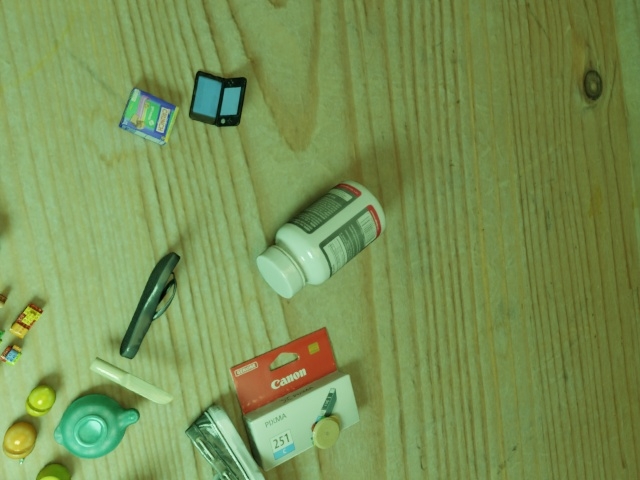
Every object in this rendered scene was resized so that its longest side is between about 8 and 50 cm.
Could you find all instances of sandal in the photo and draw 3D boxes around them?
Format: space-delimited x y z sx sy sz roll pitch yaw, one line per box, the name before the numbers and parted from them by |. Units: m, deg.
sandal | -0.373 0.145 1.310 0.054 0.097 0.255 25 88 -26

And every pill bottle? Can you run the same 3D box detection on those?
pill bottle | 0.000 0.000 1.471 0.318 0.176 0.176 -38 107 -25

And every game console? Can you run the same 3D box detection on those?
game console | -0.244 -0.341 1.398 0.071 0.107 0.122 16 81 -57

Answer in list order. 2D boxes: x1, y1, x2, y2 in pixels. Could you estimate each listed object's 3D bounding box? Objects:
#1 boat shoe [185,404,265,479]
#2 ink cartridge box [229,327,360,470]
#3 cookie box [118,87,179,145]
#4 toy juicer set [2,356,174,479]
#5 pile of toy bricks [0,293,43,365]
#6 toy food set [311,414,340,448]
boat shoe | -0.211 0.558 1.394 0.119 0.121 0.335 -31 93 -18
ink cartridge box | -0.060 0.399 1.498 0.296 0.066 0.261 -19 100 -29
cookie box | -0.389 -0.281 1.329 0.107 0.040 0.092 21 79 -29
toy juicer set | -0.506 0.367 1.238 0.329 0.089 0.209 -41 96 -15
pile of toy bricks | -0.644 0.207 1.141 0.118 0.105 0.212 39 71 -23
toy food set | 0.013 0.490 1.491 0.082 0.020 0.083 3 91 -30
